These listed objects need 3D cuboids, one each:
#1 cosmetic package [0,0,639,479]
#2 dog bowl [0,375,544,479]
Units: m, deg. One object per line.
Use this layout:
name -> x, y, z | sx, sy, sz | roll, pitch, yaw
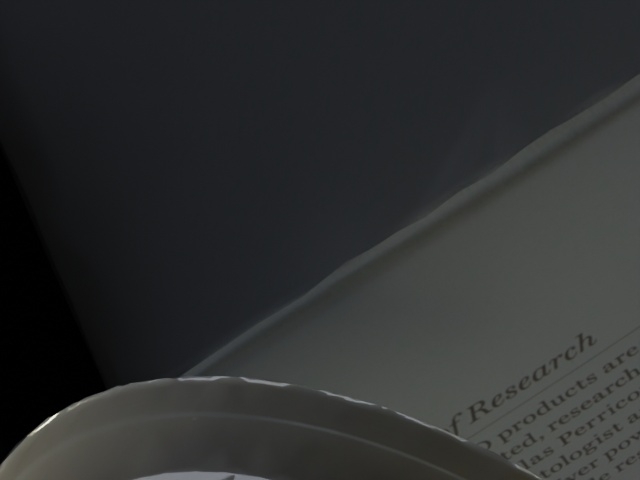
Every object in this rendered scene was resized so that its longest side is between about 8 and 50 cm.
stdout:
cosmetic package -> 0.073, -0.024, 1.008 | 0.393, 0.327, 0.329 | 50, 8, -49
dog bowl -> 0.031, 0.193, 0.601 | 0.349, 0.102, 0.349 | 24, 26, -13
